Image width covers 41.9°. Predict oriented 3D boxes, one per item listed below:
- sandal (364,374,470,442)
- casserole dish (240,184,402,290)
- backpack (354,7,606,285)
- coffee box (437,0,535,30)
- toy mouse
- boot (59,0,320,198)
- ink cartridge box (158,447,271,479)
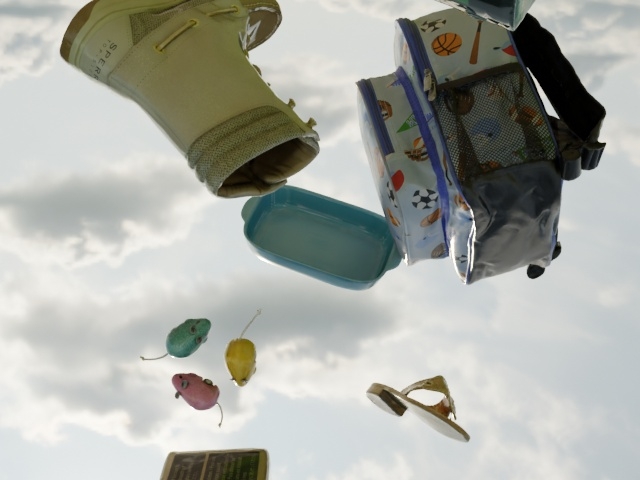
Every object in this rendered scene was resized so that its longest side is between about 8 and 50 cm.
[{"bbox_3d":[0.163,0.242,1.317,0.079,0.088,0.240,-52,-155,-18],"label":"sandal"},{"bbox_3d":[0.000,0.000,0.948,0.189,0.037,0.114,18,-133,7],"label":"casserole dish"},{"bbox_3d":[0.149,-0.108,0.876,0.213,0.276,0.263,-6,-116,2],"label":"backpack"},{"bbox_3d":[0.116,-0.224,0.522,0.113,0.040,0.184,29,-109,21],"label":"coffee box"},{"bbox_3d":[-0.149,0.151,0.996,0.143,0.160,0.031,7,-162,3],"label":"toy mouse"},{"bbox_3d":[-0.060,-0.115,0.615,0.165,0.077,0.213,43,-143,12],"label":"boot"},{"bbox_3d":[-0.076,0.294,0.586,0.088,0.234,0.193,0,-168,-1],"label":"ink cartridge box"}]
